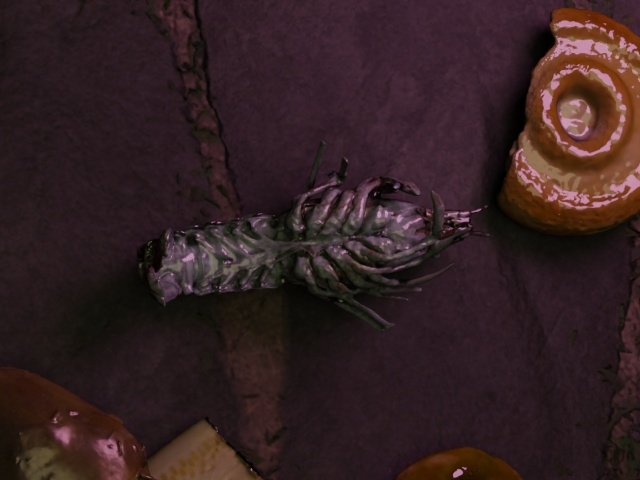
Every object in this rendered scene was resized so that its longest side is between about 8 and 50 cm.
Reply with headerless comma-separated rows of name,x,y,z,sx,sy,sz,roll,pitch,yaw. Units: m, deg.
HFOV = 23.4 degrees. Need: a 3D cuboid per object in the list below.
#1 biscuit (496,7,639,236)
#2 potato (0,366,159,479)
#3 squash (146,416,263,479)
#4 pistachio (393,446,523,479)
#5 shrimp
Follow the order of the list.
biscuit,0.330,-0.136,1.857,0.213,0.091,0.274,13,79,-13
potato,-0.287,0.247,1.586,0.296,0.141,0.191,28,78,6
squash,-0.166,0.331,1.658,0.252,0.169,0.093,-37,140,-17
pistachio,0.152,0.292,1.758,0.189,0.100,0.110,-8,91,-16
shrimp,0.002,0.000,1.722,0.411,0.166,0.221,-8,89,-5
